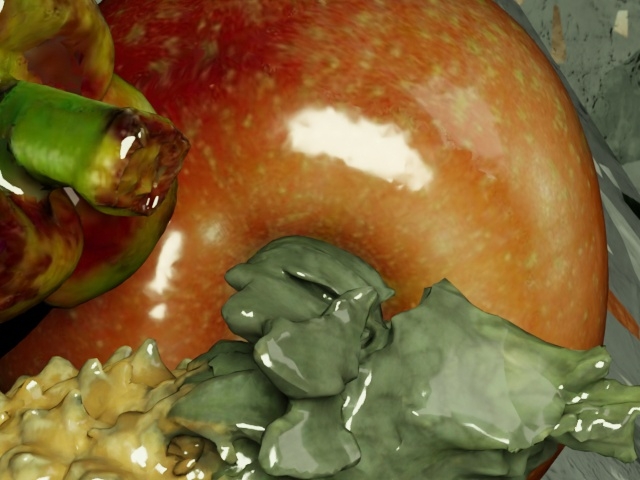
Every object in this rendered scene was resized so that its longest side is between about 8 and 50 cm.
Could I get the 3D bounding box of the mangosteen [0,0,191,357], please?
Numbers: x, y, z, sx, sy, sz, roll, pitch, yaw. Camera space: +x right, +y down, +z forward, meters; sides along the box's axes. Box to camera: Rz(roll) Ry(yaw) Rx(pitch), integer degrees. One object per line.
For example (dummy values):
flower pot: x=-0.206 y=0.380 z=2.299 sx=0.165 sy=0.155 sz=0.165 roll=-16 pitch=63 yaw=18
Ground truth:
mangosteen: x=-0.185 y=-0.042 z=0.783 sx=0.275 sy=0.302 sz=0.275 roll=-14 pitch=106 yaw=-59

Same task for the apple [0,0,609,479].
apple: x=-0.015 y=0.012 z=1.012 sx=0.348 sy=0.348 sz=0.277 roll=50 pitch=6 yaw=-6

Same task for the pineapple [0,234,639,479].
pineapple: x=-0.043 y=0.110 z=0.748 sx=0.223 sy=0.357 sz=0.223 roll=47 pitch=20 yaw=-23
